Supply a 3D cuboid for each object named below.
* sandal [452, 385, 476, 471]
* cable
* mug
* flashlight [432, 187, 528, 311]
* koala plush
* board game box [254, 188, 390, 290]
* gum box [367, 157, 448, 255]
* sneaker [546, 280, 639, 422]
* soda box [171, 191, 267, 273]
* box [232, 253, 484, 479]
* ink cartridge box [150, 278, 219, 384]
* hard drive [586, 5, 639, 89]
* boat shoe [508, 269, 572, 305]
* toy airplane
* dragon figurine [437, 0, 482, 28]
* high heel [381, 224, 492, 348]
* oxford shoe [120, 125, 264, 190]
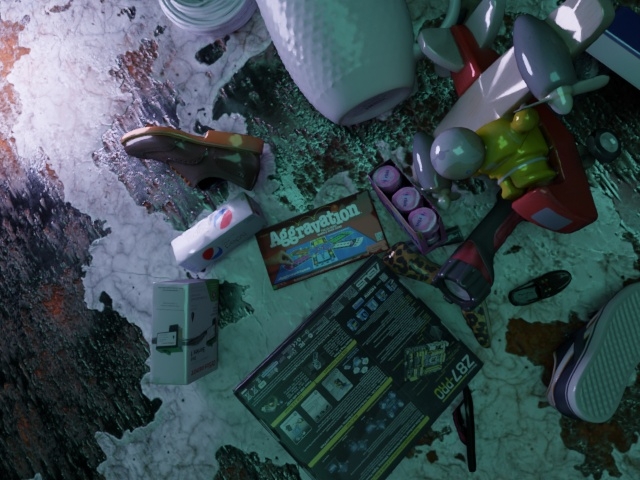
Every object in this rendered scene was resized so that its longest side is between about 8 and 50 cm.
[{"bbox_3d":[0.297,0.389,1.036,0.040,0.067,0.179,-3,90,24],"label":"sandal"},{"bbox_3d":[-0.265,-0.611,1.180,0.257,0.089,0.256,-7,87,12],"label":"cable"},{"bbox_3d":[0.089,-0.436,0.997,0.374,0.276,0.327,-23,88,16],"label":"mug"},{"bbox_3d":[0.346,-0.001,0.969,0.304,0.103,0.103,-43,41,-19],"label":"flashlight"},{"bbox_3d":[0.433,-0.324,0.946,0.196,0.221,0.203,40,97,10],"label":"koala plush"},{"bbox_3d":[0.000,0.000,1.132,0.282,0.027,0.145,-21,83,11],"label":"board game box"},{"bbox_3d":[0.180,-0.065,1.016,0.062,0.107,0.188,-35,57,3],"label":"gum box"},{"bbox_3d":[0.546,0.204,0.964,0.321,0.127,0.126,-43,85,-17],"label":"sneaker"},{"bbox_3d":[-0.234,-0.016,1.152,0.216,0.069,0.073,-33,57,9],"label":"soda box"},{"bbox_3d":[0.077,0.271,0.992,0.318,0.097,0.395,44,75,7],"label":"box"},{"bbox_3d":[-0.301,0.199,1.125,0.093,0.160,0.219,0,89,13],"label":"ink cartridge box"},{"bbox_3d":[0.585,-0.327,0.883,0.210,0.319,0.040,43,134,11],"label":"hard drive"},{"bbox_3d":[0.451,0.099,1.021,0.133,0.042,0.048,-24,81,9],"label":"boat shoe"},{"bbox_3d":[0.280,-0.208,0.846,0.272,0.386,0.384,-33,39,-25],"label":"toy airplane"},{"bbox_3d":[0.343,-0.525,1.042,0.085,0.144,0.289,37,77,13],"label":"dragon figurine"},{"bbox_3d":[0.240,0.115,1.045,0.186,0.093,0.261,-19,77,14],"label":"high heel"},{"bbox_3d":[-0.309,-0.184,1.146,0.364,0.130,0.132,8,93,21],"label":"oxford shoe"}]
